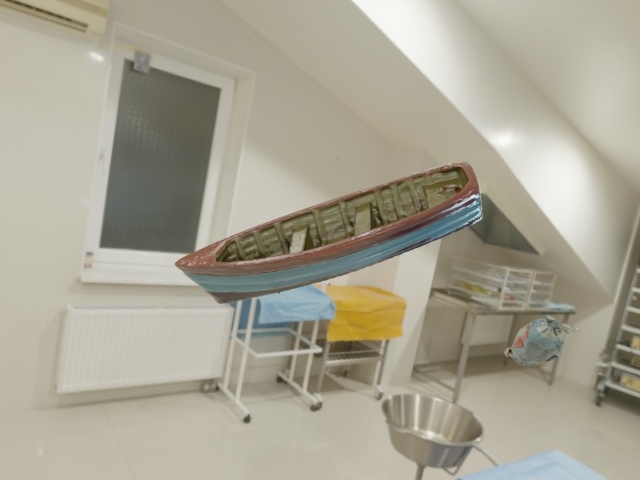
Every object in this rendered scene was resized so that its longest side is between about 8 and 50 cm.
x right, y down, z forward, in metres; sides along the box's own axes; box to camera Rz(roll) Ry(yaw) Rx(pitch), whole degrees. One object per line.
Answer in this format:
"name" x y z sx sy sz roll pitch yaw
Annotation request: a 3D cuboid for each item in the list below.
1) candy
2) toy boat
"candy" 0.158 0.075 0.328 0.030 0.020 0.083 25 -27 10
"toy boat" 0.000 0.000 0.566 0.392 0.079 0.136 -19 26 16
